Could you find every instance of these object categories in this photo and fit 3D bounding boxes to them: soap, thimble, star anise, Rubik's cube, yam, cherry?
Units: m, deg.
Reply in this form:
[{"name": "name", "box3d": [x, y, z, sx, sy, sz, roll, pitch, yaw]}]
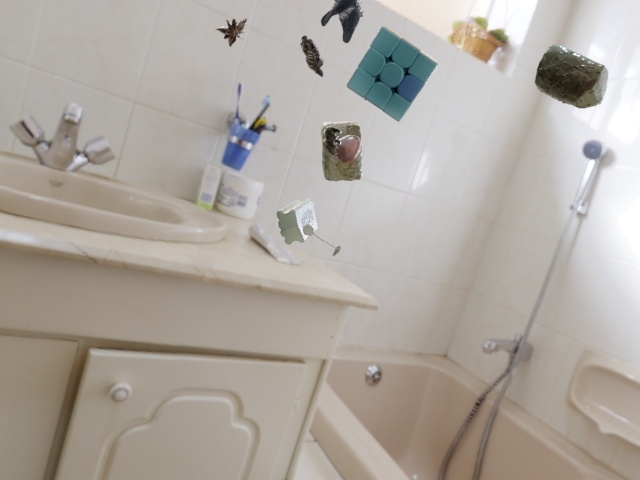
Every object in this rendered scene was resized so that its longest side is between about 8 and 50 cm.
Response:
[{"name": "soap", "box3d": [-0.102, -0.089, 2.257, 0.095, 0.173, 0.289, -6, 13, 16]}, {"name": "thimble", "box3d": [0.101, -0.428, 2.346, 0.195, 0.291, 0.291, -1, 6, 2]}, {"name": "star anise", "box3d": [-0.351, -0.872, 1.998, 0.056, 0.129, 0.124, 57, 9, 30]}, {"name": "Rubik's cube", "box3d": [0.320, -0.742, 2.151, 0.291, 0.290, 0.291, 34, 24, -4]}, {"name": "yam", "box3d": [1.040, -0.665, 2.000, 0.202, 0.201, 0.271, 7, 25, -45]}, {"name": "cherry", "box3d": [0.108, -0.379, 1.988, 0.106, 0.126, 0.087, 29, 4, -9]}]

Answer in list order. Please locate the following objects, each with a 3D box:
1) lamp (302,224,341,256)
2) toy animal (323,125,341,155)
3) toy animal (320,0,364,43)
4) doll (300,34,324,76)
[{"name": "lamp", "box3d": [0.000, 0.000, 2.052, 0.198, 0.050, 0.056, 34, -29, -19]}, {"name": "toy animal", "box3d": [0.043, -0.375, 1.846, 0.065, 0.047, 0.136, 31, -27, 21]}, {"name": "toy animal", "box3d": [0.086, -0.835, 1.687, 0.255, 0.239, 0.176, -23, -8, 28]}, {"name": "doll", "box3d": [-0.033, -0.767, 2.010, 0.091, 0.067, 0.219, 40, -7, 19]}]
